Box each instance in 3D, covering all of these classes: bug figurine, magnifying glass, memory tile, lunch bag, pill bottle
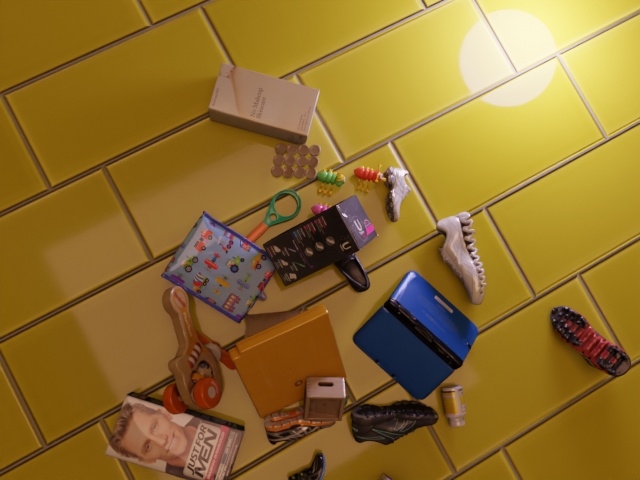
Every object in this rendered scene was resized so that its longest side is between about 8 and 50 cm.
[{"bbox_3d":[0.084,-0.125,1.930,0.216,0.072,0.279,10,69,1],"label":"bug figurine"},{"bbox_3d":[-0.152,-0.064,1.948,0.092,0.026,0.231,45,78,1],"label":"magnifying glass"},{"bbox_3d":[-0.076,-0.246,1.964,0.148,0.012,0.113,5,78,13],"label":"memory tile"},{"bbox_3d":[-0.278,0.089,1.859,0.293,0.138,0.221,34,83,-6],"label":"lunch bag"},{"bbox_3d":[0.404,0.498,1.910,0.065,0.065,0.116,-7,83,-7],"label":"pill bottle"}]

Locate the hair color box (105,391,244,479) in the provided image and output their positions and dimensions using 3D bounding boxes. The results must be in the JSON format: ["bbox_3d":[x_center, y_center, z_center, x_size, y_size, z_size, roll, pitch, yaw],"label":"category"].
[{"bbox_3d":[-0.405,0.564,1.790,0.347,0.105,0.174,18,80,-3],"label":"hair color box"}]

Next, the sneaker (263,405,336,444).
[{"bbox_3d":[-0.060,0.542,1.853,0.214,0.084,0.083,-4,111,-12],"label":"sneaker"}]

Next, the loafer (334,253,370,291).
[{"bbox_3d":[0.079,0.058,1.927,0.076,0.078,0.223,-34,87,-10],"label":"loafer"}]

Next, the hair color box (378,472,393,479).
[{"bbox_3d":[0.195,0.770,1.710,0.110,0.339,0.185,35,80,-3],"label":"hair color box"}]

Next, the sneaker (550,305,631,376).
[{"bbox_3d":[0.829,0.315,1.971,0.098,0.135,0.276,-47,66,2],"label":"sneaker"}]

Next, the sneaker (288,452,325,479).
[{"bbox_3d":[-0.050,0.696,1.831,0.078,0.067,0.188,38,83,-6],"label":"sneaker"}]

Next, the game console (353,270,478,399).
[{"bbox_3d":[0.295,0.288,1.947,0.293,0.173,0.250,42,49,0],"label":"game console"}]

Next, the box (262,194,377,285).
[{"bbox_3d":[0.000,0.000,1.818,0.270,0.165,0.143,-27,93,28],"label":"box"}]

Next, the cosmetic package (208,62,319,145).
[{"bbox_3d":[-0.174,-0.416,1.949,0.309,0.113,0.160,14,81,-5],"label":"cosmetic package"}]

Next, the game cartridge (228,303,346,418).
[{"bbox_3d":[-0.084,0.342,1.773,0.285,0.324,0.053,-23,43,-10],"label":"game cartridge"}]

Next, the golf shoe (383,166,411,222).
[{"bbox_3d":[0.247,-0.144,1.984,0.086,0.069,0.176,0,84,-13],"label":"golf shoe"}]

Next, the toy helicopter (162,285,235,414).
[{"bbox_3d":[-0.352,0.296,1.779,0.140,0.235,0.355,-16,92,26],"label":"toy helicopter"}]

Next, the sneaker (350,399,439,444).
[{"bbox_3d":[0.218,0.542,1.883,0.267,0.101,0.106,0,104,-7],"label":"sneaker"}]

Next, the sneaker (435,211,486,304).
[{"bbox_3d":[0.435,0.061,1.963,0.118,0.110,0.292,-11,75,0],"label":"sneaker"}]

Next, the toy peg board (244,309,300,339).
[{"bbox_3d":[-0.133,0.278,1.843,0.160,0.161,0.079,-5,109,-1],"label":"toy peg board"}]

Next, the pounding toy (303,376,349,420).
[{"bbox_3d":[0.024,0.452,1.827,0.141,0.130,0.100,2,39,-5],"label":"pounding toy"}]
